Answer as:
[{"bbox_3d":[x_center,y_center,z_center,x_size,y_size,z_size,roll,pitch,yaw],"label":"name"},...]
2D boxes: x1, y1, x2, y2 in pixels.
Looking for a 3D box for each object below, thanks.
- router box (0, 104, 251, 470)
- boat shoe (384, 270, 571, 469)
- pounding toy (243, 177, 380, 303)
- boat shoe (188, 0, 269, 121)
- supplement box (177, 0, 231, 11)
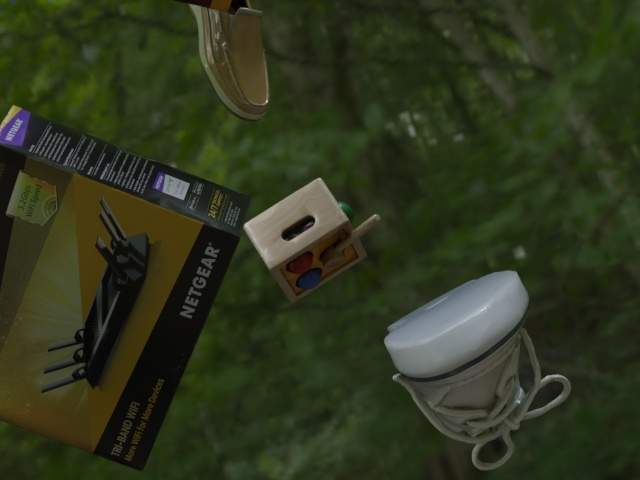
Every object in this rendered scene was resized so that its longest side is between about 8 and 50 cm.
[{"bbox_3d":[-0.232,0.053,1.515,0.243,0.081,0.309,21,-59,-5],"label":"router box"},{"bbox_3d":[0.139,0.126,1.404,0.136,0.156,0.367,-29,-2,-4],"label":"boat shoe"},{"bbox_3d":[0.000,0.000,1.866,0.141,0.100,0.130,-32,-27,-1],"label":"pounding toy"},{"bbox_3d":[-0.089,-0.219,1.648,0.068,0.190,0.072,-2,-27,-45],"label":"boat shoe"},{"bbox_3d":[-0.159,-0.350,1.530,0.194,0.129,0.191,10,-38,-13],"label":"supplement box"}]
